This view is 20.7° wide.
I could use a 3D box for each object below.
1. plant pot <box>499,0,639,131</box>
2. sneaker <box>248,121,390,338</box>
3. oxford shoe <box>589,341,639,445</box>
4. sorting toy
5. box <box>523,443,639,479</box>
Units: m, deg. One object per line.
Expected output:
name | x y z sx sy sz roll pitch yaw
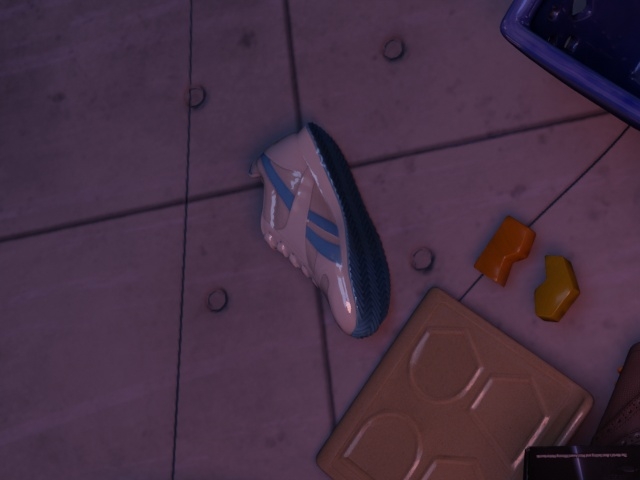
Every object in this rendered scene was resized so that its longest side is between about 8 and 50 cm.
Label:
plant pot | 0.342 -0.193 1.569 0.236 0.212 0.236 38 94 30
sneaker | 0.000 0.000 1.740 0.092 0.087 0.228 -29 63 20
oxford shoe | 0.302 0.178 1.578 0.364 0.130 0.133 -40 50 2
sorting toy | 0.152 0.142 1.653 0.229 0.041 0.307 36 93 39
box | 0.258 0.243 1.426 0.180 0.077 0.147 -5 75 38
